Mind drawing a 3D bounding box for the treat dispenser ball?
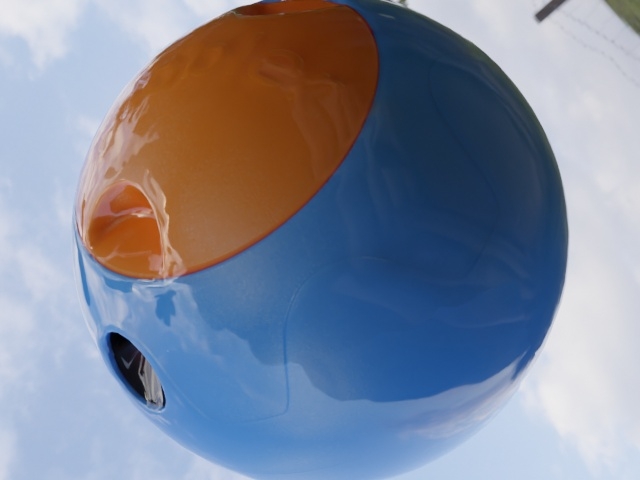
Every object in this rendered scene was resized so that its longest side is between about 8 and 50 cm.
[{"bbox_3d":[0.000,0.000,0.500,0.288,0.288,0.288,29,-141,-27],"label":"treat dispenser ball"}]
